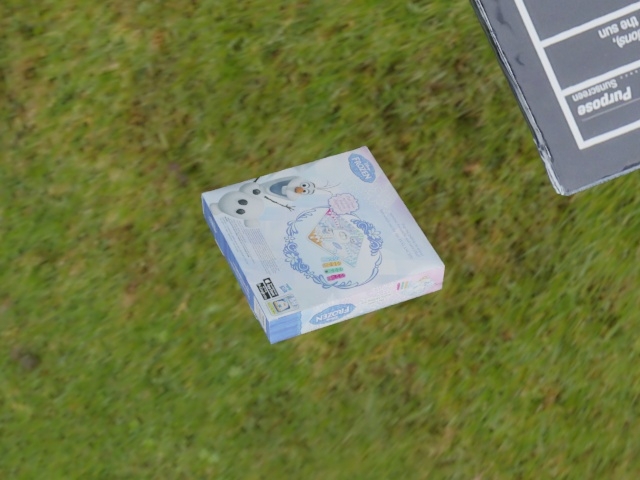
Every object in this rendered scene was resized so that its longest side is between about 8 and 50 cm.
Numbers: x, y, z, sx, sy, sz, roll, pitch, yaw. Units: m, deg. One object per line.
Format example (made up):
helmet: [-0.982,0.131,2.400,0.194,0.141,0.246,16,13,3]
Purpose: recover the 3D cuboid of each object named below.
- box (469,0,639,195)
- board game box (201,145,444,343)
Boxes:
box: [0.177,-0.223,0.597,0.296,0.183,0.294,-21,118,15]
board game box: [0.000,0.000,0.680,0.020,0.090,0.090,90,157,-47]
